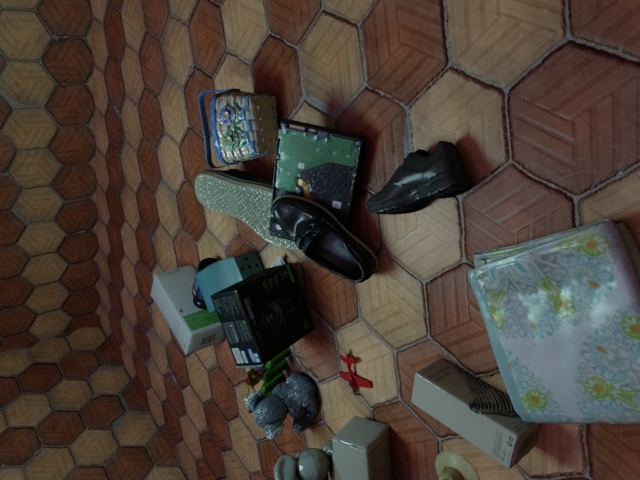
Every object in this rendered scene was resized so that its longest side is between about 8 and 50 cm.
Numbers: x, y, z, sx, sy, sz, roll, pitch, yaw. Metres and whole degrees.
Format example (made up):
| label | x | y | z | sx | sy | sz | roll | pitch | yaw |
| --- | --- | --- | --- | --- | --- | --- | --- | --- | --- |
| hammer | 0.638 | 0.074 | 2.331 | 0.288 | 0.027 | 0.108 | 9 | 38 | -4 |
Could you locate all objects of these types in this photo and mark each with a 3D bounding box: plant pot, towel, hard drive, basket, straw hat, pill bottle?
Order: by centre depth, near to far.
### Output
| label | x | y | z | sx | sy | sz | roll | pitch | yaw |
| --- | --- | --- | --- | --- | --- | --- | --- | --- | --- |
| towel | 0.473 | 0.168 | 0.965 | 0.321 | 0.090 | 0.374 | -25 | 83 | 52 |
| straw hat | 0.337 | 0.625 | 1.308 | 0.145 | 0.061 | 0.144 | 20 | 118 | 45 |
| hard drive | -0.015 | -0.146 | 1.397 | 0.237 | 0.064 | 0.338 | 14 | 118 | 13 |
| basket | -0.277 | -0.366 | 1.615 | 0.289 | 0.201 | 0.254 | 3 | 105 | 41 |
| plant pot | -0.321 | 0.143 | 1.886 | 0.234 | 0.166 | 0.165 | -34 | 75 | 42 |
| pill bottle | -0.469 | 0.186 | 2.103 | 0.122 | 0.123 | 0.219 | 50 | 136 | 28 |

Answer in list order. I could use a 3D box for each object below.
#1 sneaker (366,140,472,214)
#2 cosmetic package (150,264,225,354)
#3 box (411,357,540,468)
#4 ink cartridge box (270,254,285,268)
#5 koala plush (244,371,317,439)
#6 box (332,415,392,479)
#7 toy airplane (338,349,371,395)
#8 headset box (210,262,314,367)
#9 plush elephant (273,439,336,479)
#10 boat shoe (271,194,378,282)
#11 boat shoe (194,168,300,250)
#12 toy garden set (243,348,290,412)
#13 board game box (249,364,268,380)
| label | x | y | z | sx | sy | sz | roll | pitch | yaw |
| --- | --- | --- | --- | --- | --- | --- | --- | --- | --- |
| sneaker | 0.219 | -0.139 | 1.180 | 0.286 | 0.109 | 0.130 | -21 | 76 | 45 |
| cosmetic package | -0.580 | 0.298 | 2.222 | 0.365 | 0.197 | 0.155 | 49 | 135 | 28 |
| box | 0.353 | 0.390 | 1.170 | 0.275 | 0.113 | 0.094 | 25 | 120 | 43 |
| ink cartridge box | -0.139 | 0.101 | 1.744 | 0.062 | 0.029 | 0.115 | 57 | 138 | 21 |
| koala plush | -0.139 | 0.573 | 1.748 | 0.196 | 0.221 | 0.203 | 52 | 136 | 27 |
| box | 0.131 | 0.706 | 1.505 | 0.121 | 0.148 | 0.310 | 4 | 104 | 34 |
| toy airplane | 0.097 | 0.411 | 1.558 | 0.151 | 0.028 | 0.151 | 22 | 119 | 47 |
| headset box | -0.173 | 0.231 | 1.620 | 0.131 | 0.283 | 0.246 | -14 | 96 | 38 |
| plush elephant | -0.036 | 0.811 | 1.679 | 0.330 | 0.272 | 0.255 | 133 | 134 | -60 |
| boat shoe | -0.002 | 0.003 | 1.358 | 0.340 | 0.113 | 0.127 | 40 | 120 | -1 |
| boat shoe | -0.185 | -0.118 | 1.634 | 0.501 | 0.156 | 0.186 | 24 | 119 | 27 |
| toy garden set | -0.213 | 0.514 | 1.828 | 0.049 | 0.204 | 0.244 | 31 | 125 | 25 |
| board game box | -0.241 | 0.411 | 1.950 | 0.194 | 0.060 | 0.194 | 53 | 136 | 26 |
